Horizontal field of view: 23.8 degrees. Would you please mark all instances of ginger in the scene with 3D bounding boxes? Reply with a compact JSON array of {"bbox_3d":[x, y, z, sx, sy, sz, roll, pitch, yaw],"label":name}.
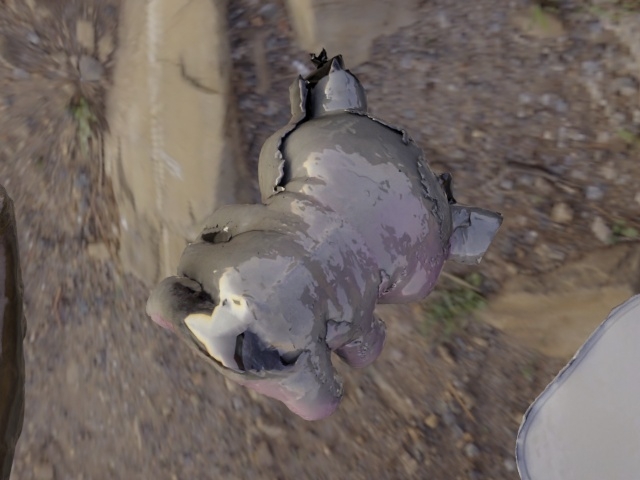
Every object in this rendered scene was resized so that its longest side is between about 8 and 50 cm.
[{"bbox_3d":[-0.255,0.128,1.092,0.080,0.166,0.333,4,87,-2],"label":"ginger"}]

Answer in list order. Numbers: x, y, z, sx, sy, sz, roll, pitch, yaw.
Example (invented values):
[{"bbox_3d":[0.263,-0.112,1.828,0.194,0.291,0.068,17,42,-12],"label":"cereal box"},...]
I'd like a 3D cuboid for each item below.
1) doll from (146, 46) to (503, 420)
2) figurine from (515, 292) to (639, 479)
[{"bbox_3d":[0.000,0.000,0.819,0.149,0.095,0.192,38,62,6],"label":"doll"},{"bbox_3d":[0.264,0.113,1.094,0.250,0.141,0.167,-22,85,11],"label":"figurine"}]
